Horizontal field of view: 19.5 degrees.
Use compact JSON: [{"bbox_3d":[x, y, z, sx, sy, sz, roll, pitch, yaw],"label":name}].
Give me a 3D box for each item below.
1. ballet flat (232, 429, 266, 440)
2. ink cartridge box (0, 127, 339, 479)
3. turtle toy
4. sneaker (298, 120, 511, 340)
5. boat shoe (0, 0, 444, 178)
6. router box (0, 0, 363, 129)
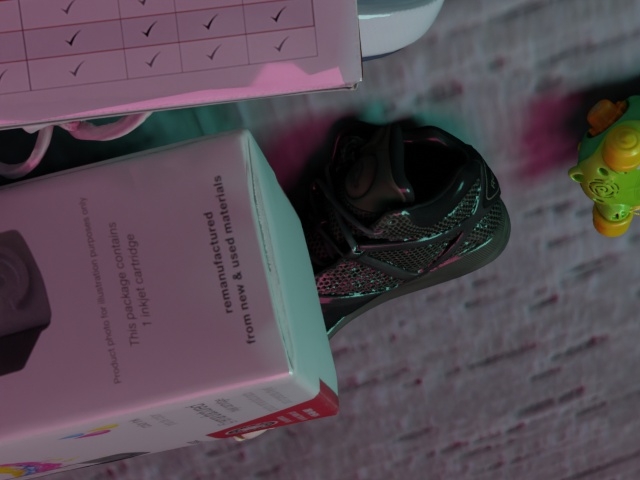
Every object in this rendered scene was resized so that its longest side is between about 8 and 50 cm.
[{"bbox_3d":[-0.066,0.101,1.238,0.072,0.068,0.213,-37,144,23],"label":"ballet flat"},{"bbox_3d":[-0.157,0.055,0.970,0.306,0.131,0.226,-14,170,4],"label":"ink cartridge box"},{"bbox_3d":[0.214,-0.061,1.162,0.130,0.066,0.095,-16,146,-9],"label":"turtle toy"},{"bbox_3d":[0.000,0.000,1.118,0.227,0.087,0.130,-25,145,0],"label":"sneaker"},{"bbox_3d":[-0.128,-0.101,0.855,0.367,0.136,0.156,0,142,-24],"label":"boat shoe"},{"bbox_3d":[-0.165,-0.180,0.576,0.335,0.082,0.301,-7,106,-7],"label":"router box"}]
